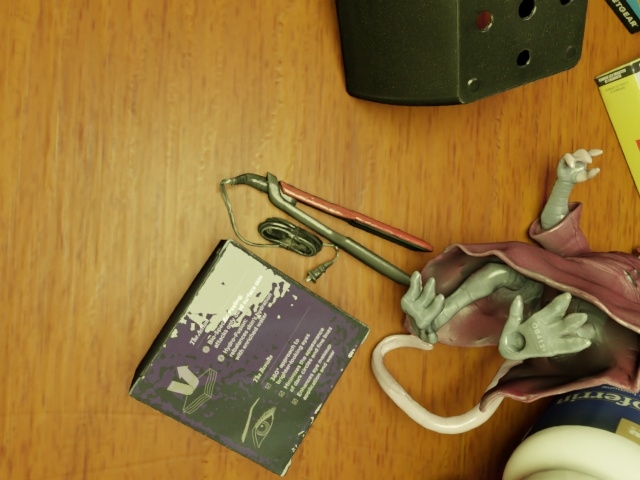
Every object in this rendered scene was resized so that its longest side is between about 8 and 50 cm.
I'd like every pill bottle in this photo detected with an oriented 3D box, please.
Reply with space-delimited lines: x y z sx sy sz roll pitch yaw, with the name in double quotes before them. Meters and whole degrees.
"pill bottle" 0.256 0.223 0.475 0.265 0.153 0.153 -10 94 -53

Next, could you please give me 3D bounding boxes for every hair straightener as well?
"hair straightener" 0.000 0.000 0.541 0.230 0.047 0.089 24 84 -13

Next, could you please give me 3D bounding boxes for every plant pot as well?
"plant pot" 0.132 -0.220 0.476 0.188 0.167 0.187 -21 126 -14

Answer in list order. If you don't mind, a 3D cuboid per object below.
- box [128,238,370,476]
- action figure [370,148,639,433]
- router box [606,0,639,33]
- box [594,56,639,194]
"box" -0.067 0.103 0.501 0.158 0.093 0.156 34 83 -13
"action figure" 0.281 0.076 0.541 0.370 0.248 0.275 -5 131 -39
"router box" 0.358 -0.333 0.585 0.179 0.133 0.046 45 80 -10
"box" 0.424 -0.113 0.640 0.087 0.058 0.232 -25 96 -13
